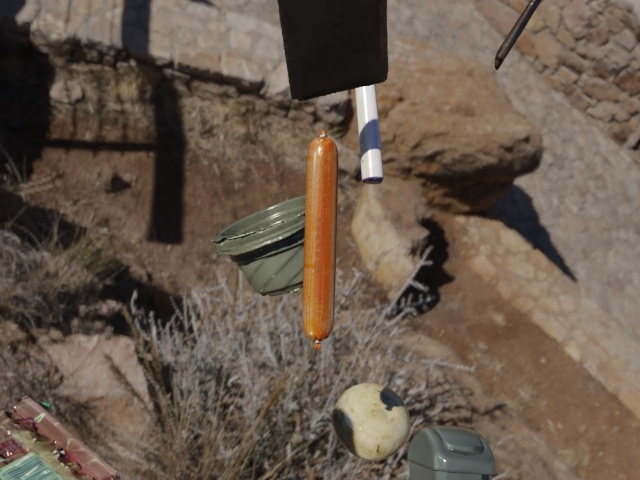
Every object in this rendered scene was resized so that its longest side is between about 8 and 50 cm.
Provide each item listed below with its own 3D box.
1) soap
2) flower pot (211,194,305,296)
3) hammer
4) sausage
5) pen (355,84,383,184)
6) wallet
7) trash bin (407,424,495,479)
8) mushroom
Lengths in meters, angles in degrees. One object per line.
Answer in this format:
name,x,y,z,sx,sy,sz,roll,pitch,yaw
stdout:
soap,-0.459,0.366,1.273,0.273,0.098,0.218,25,26,34
flower pot,-0.068,0.014,1.457,0.236,0.236,0.140,-28,101,-37
hammer,0.236,-0.267,0.883,0.021,0.178,0.065,39,21,18
sausage,0.000,0.000,1.284,0.053,0.053,0.347,1,93,-23
pen,0.062,-0.210,1.117,0.033,0.033,0.268,-1,81,-24
wallet,0.015,-0.256,0.888,0.124,0.244,0.025,-14,52,-5
trash bin,0.198,0.410,1.267,0.101,0.177,0.236,7,79,-11
mushroom,0.106,0.374,1.665,0.166,0.127,0.166,3,49,-4
